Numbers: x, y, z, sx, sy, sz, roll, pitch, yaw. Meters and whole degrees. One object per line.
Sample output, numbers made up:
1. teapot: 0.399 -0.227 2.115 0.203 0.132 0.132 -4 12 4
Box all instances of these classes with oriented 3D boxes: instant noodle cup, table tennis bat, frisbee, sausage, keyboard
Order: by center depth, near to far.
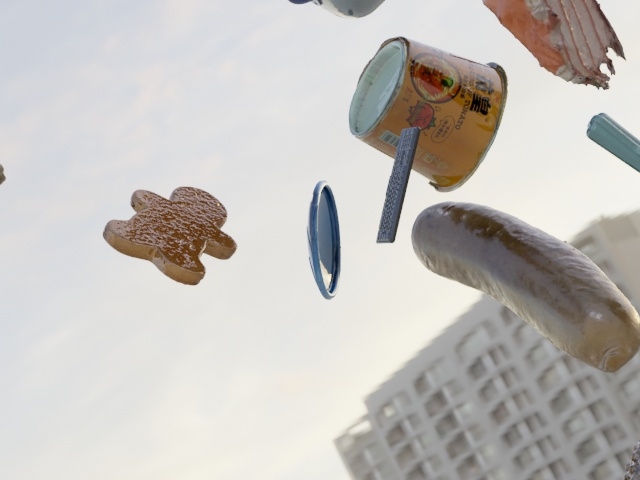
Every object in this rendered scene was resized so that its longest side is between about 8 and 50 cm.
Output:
1. keyboard: 0.099 -0.071 1.715 0.010 0.155 0.053 16 -7 -20
2. table tennis bat: 0.445 -0.081 1.724 0.040 0.244 0.153 -49 -9 -14
3. sausage: 0.295 0.047 1.929 0.136 0.501 0.123 -50 -54 -5
4. instant noodle cup: 0.154 -0.199 2.007 0.172 0.216 0.216 22 -41 -20
5. frisbee: 0.000 0.000 2.680 0.045 0.242 0.242 -4 -15 12

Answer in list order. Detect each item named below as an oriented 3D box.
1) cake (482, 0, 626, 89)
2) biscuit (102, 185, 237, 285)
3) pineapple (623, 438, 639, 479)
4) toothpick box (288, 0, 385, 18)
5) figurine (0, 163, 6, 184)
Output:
1. cake: 0.309 -0.325 1.811 0.098 0.287 0.135 -33 -14 -36
2. biscuit: -0.197 -0.012 1.851 0.036 0.165 0.250 -61 0 25
3. pineapple: 0.541 0.450 2.205 0.310 0.141 0.170 -58 -2 -13
4. toothpick box: 0.059 -0.521 2.142 0.355 0.263 0.263 -48 -18 -4
5. figurine: -0.590 -0.038 1.943 0.247 0.177 0.173 -37 -31 -22
